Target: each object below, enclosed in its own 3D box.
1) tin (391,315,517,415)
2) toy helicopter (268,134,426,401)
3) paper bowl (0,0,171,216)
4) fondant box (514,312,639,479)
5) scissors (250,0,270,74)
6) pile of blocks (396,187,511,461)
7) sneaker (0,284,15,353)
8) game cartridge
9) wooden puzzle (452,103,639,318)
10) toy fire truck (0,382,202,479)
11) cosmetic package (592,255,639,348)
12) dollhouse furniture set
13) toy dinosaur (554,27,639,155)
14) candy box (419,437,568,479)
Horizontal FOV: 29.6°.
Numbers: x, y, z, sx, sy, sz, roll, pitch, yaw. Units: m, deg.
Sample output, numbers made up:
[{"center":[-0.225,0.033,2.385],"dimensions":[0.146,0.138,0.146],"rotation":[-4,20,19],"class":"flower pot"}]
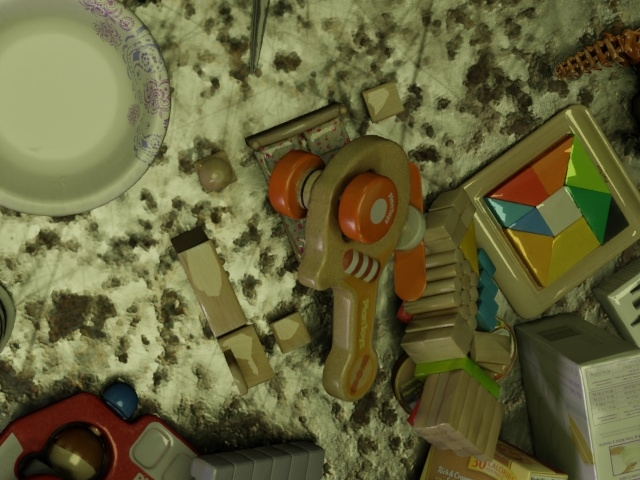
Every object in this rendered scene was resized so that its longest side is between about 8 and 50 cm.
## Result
[{"center":[0.186,0.174,1.702],"dimensions":[0.190,0.040,0.106],"rotation":[-33,107,-4],"class":"tin"},{"center":[0.056,0.037,1.544],"dimensions":[0.235,0.140,0.355],"rotation":[-22,123,-47],"class":"toy helicopter"},{"center":[-0.330,-0.177,1.496],"dimensions":[0.284,0.148,0.284],"rotation":[-2,99,-11],"class":"paper bowl"},{"center":[0.370,0.286,1.648],"dimensions":[0.096,0.238,0.330],"rotation":[-13,100,-9],"class":"fondant box"},{"center":[-0.077,-0.372,1.582],"dimensions":[0.109,0.021,0.297],"rotation":[22,95,-15],"class":"scissors"},{"center":[0.168,0.117,1.638],"dimensions":[0.149,0.113,0.362],"rotation":[16,69,-46],"class":"pile of blocks"},{"center":[-0.543,0.242,1.463],"dimensions":[0.169,0.257,0.447],"rotation":[36,91,-13],"class":"sneaker"},{"center":[-0.102,0.451,1.617],"dimensions":[0.230,0.068,0.355],"rotation":[3,100,-46],"class":"game cartridge"},{"center":[0.326,-0.038,1.691],"dimensions":[0.239,0.044,0.221],"rotation":[-35,103,-4],"class":"wooden puzzle"},{"center":[-0.287,0.329,1.590],"dimensions":[0.302,0.169,0.254],"rotation":[45,65,-14],"class":"toy fire truck"},{"center":[0.497,0.144,1.742],"dimensions":[0.099,0.060,0.239],"rotation":[-35,103,-3],"class":"cosmetic package"},{"center":[0.000,0.000,1.571],"dimensions":[0.356,0.174,0.303],"rotation":[-24,102,-6],"class":"dollhouse furniture set"},{"center":[0.483,-0.228,1.665],"dimensions":[0.322,0.164,0.218],"rotation":[-4,85,8],"class":"toy dinosaur"},{"center":[0.199,0.427,1.659],"dimensions":[0.088,0.183,0.316],"rotation":[13,97,-40],"class":"candy box"}]
